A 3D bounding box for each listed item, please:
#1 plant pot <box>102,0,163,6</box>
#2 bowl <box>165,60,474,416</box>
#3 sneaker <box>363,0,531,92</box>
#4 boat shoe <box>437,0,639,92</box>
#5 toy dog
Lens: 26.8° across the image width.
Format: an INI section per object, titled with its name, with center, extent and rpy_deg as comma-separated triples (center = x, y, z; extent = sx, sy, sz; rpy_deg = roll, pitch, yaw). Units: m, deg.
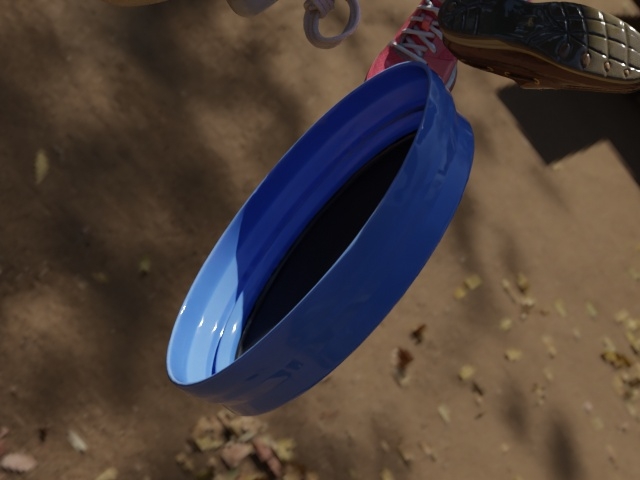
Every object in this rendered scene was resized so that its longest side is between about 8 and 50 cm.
[plant pot]
center = -0.253, -0.430, 1.821
extent = 0.284, 0.191, 0.284
rpy_deg = 25, 41, -23
[bowl]
center = 0.000, 0.000, 1.309
extent = 0.077, 0.391, 0.391
rpy_deg = 38, 38, -17
[sneaker]
center = 0.159, -0.298, 1.803
extent = 0.116, 0.314, 0.136
rpy_deg = 36, -15, 27
[boat shoe]
center = 0.181, -0.152, 1.076
extent = 0.178, 0.060, 0.064
rpy_deg = 18, 63, 23
[toy dog]
center = 0.002, -0.453, 1.865
extent = 0.220, 0.333, 0.161
rpy_deg = 29, -10, 26
